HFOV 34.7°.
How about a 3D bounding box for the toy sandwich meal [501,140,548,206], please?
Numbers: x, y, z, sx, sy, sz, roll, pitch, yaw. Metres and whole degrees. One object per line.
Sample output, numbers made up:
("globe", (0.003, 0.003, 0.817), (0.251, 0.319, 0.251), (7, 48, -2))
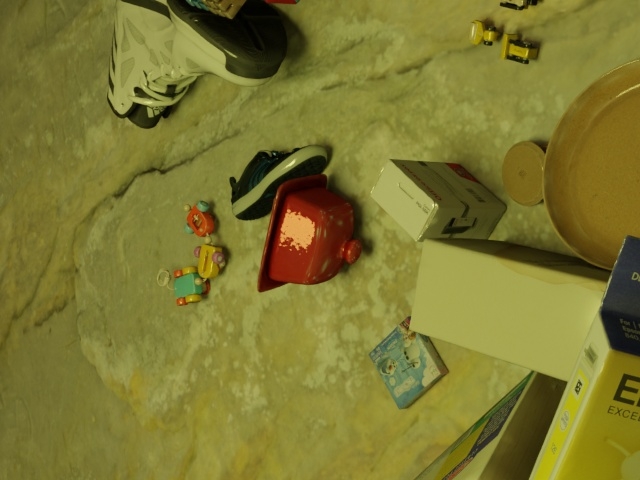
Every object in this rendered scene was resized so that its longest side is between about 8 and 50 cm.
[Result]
("toy sandwich meal", (0.250, -0.080, 1.208), (0.085, 0.029, 0.085), (15, 108, 53))

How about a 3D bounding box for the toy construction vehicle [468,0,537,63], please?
("toy construction vehicle", (0.226, -0.263, 1.233), (0.098, 0.035, 0.086), (27, 120, 45))

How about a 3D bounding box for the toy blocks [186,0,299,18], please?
("toy blocks", (-0.110, -0.422, 1.382), (0.381, 0.191, 0.261), (27, 77, 42))

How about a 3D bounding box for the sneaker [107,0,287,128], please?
("sneaker", (-0.205, -0.271, 1.607), (0.447, 0.169, 0.257), (43, 128, 46))

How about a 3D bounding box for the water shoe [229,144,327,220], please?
("water shoe", (-0.073, -0.103, 1.506), (0.203, 0.073, 0.080), (-34, 64, 40))

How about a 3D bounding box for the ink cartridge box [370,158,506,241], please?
("ink cartridge box", (0.142, -0.048, 1.240), (0.099, 0.135, 0.056), (48, 123, 35))

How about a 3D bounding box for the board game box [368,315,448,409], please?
("board game box", (0.115, 0.162, 1.351), (0.090, 0.020, 0.090), (-49, 59, 34))

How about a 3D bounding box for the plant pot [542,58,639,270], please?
("plant pot", (0.345, -0.078, 1.078), (0.236, 0.032, 0.236), (-15, 67, 39))

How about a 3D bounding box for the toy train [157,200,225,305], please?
("toy train", (-0.198, 0.025, 1.656), (0.125, 0.046, 0.166), (48, 119, 36))

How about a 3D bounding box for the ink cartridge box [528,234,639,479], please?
("ink cartridge box", (0.361, 0.181, 0.919), (0.072, 0.303, 0.307), (-99, 25, -69))

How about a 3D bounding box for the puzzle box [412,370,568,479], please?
("puzzle box", (0.116, 0.330, 1.178), (0.052, 0.272, 0.409), (42, 123, 6))

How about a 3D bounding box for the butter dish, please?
("butter dish", (0.000, 0.000, 1.399), (0.118, 0.160, 0.160), (18, 105, 20))

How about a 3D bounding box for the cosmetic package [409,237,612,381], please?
("cosmetic package", (0.267, 0.079, 1.099), (0.309, 0.160, 0.113), (16, 100, 43))
